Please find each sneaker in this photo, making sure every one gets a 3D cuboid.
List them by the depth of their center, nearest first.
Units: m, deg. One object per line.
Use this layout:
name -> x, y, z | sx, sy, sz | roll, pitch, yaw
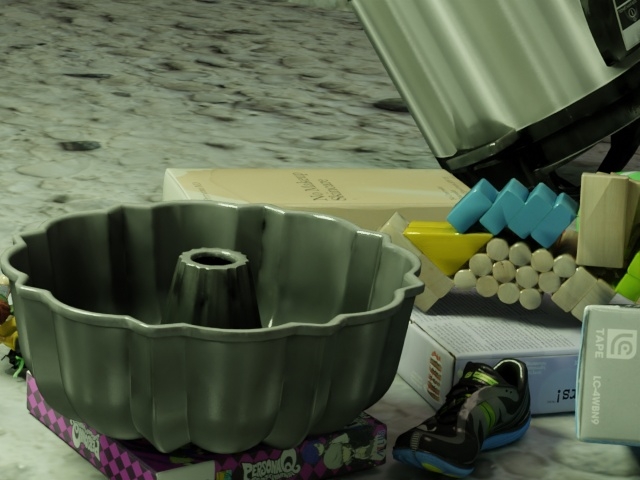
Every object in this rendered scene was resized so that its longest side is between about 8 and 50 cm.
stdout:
sneaker -> 0.116, 0.140, 1.409 | 0.067, 0.078, 0.188 | 14, 19, 30

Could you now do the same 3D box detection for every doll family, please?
doll family -> -0.227, 0.081, 1.536 | 0.193, 0.076, 0.111 | 3, 11, -13

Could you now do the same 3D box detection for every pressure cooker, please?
pressure cooker -> 0.272, -0.257, 2.245 | 0.370, 0.420, 0.375 | -29, 9, -1

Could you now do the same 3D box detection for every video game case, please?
video game case -> -0.096, 0.143, 1.408 | 0.210, 0.041, 0.232 | -8, 20, -32

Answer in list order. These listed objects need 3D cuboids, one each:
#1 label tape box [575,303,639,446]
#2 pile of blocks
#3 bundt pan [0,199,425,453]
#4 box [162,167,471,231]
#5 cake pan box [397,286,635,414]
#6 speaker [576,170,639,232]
label tape box -> 0.389, 0.110, 1.359 | 0.348, 0.115, 0.249 | 1, -2, 15
pile of blocks -> 0.224, -0.004, 1.573 | 0.362, 0.149, 0.112 | 7, 18, 11
bundt pan -> -0.084, 0.070, 1.363 | 0.331, 0.124, 0.331 | 2, 17, -1
box -> 0.000, 0.000, 1.783 | 0.311, 0.121, 0.148 | -1, 18, -18
cake pan box -> 0.178, 0.086, 1.635 | 0.246, 0.070, 0.267 | 0, 17, -22
speaker -> 0.399, 0.015, 1.830 | 0.131, 0.131, 0.296 | -4, 18, -27
